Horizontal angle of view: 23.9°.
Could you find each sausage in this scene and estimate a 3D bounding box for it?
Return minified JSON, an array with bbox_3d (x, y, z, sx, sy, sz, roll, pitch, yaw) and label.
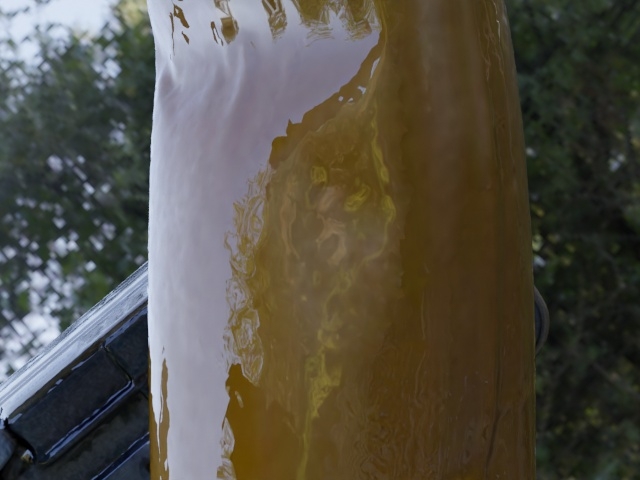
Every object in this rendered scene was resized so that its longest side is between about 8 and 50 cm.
[{"bbox_3d":[0.004,-0.001,0.480,0.116,0.134,0.354,-6,-83,-37],"label":"sausage"}]

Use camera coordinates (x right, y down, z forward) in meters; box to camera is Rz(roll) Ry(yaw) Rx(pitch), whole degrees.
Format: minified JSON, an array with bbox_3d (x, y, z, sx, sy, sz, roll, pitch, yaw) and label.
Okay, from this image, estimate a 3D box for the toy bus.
[{"bbox_3d":[-0.052,0.073,0.650,0.289,0.157,0.139,-41,-78,1],"label":"toy bus"}]
